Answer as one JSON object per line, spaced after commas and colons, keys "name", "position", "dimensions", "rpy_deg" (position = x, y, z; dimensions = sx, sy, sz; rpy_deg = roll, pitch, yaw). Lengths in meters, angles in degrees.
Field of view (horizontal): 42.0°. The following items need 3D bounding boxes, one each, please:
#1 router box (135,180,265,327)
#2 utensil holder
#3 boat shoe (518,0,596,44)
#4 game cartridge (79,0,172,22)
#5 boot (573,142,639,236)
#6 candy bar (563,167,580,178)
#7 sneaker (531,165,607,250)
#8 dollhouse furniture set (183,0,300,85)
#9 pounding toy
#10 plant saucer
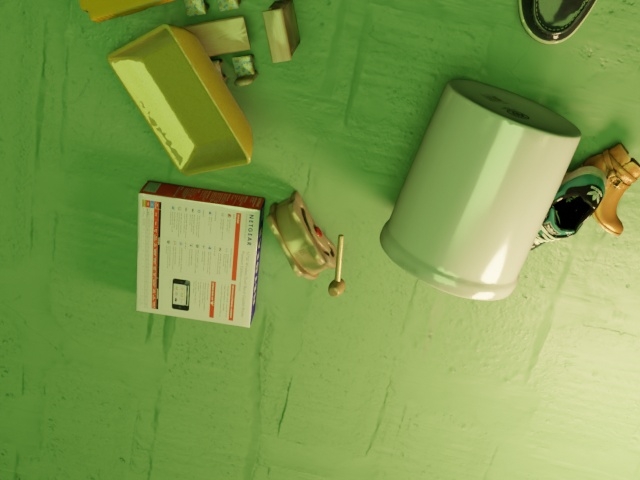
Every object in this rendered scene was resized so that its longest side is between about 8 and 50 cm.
{"name": "router box", "position": [-0.304, 0.039, 2.089], "dimensions": [0.301, 0.082, 0.335], "rpy_deg": [9, 116, 2]}
{"name": "utensil holder", "position": [0.347, -0.114, 1.815], "dimensions": [0.327, 0.327, 0.385], "rpy_deg": [19, 114, -3]}
{"name": "boat shoe", "position": [0.535, -0.626, 1.647], "dimensions": [0.186, 0.156, 0.500], "rpy_deg": [19, 117, -5]}
{"name": "game cartridge", "position": [-0.378, -0.635, 1.754], "dimensions": [0.323, 0.052, 0.285], "rpy_deg": [-11, 93, 14]}
{"name": "boot", "position": [0.678, -0.115, 1.909], "dimensions": [0.152, 0.073, 0.197], "rpy_deg": [-37, 103, 26]}
{"name": "candy bar", "position": [0.528, -0.135, 1.926], "dimensions": [0.161, 0.018, 0.040], "rpy_deg": [-9, 112, 31]}
{"name": "sneaker", "position": [0.520, -0.048, 1.902], "dimensions": [0.108, 0.121, 0.302], "rpy_deg": [38, 134, -6]}
{"name": "dollhouse furniture set", "position": [-0.179, -0.443, 1.806], "dimensions": [0.242, 0.161, 0.212], "rpy_deg": [-7, 114, 10]}
{"name": "pounding toy", "position": [0.000, 0.000, 2.013], "dimensions": [0.155, 0.154, 0.269], "rpy_deg": [-29, 90, 18]}
{"name": "plant saucer", "position": [-0.297, -0.314, 1.851], "dimensions": [0.332, 0.081, 0.333], "rpy_deg": [-3, 124, 54]}
